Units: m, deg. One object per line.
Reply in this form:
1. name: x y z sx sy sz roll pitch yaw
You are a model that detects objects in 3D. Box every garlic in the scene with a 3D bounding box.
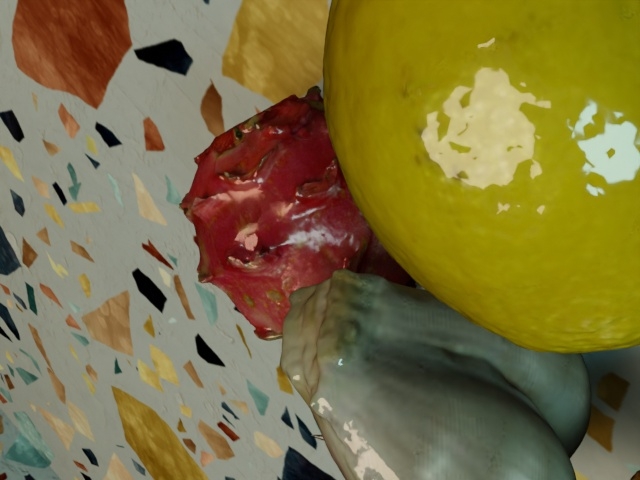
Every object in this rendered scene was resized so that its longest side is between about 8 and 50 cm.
1. garlic: 0.100 0.182 0.852 0.340 0.245 0.232 83 -175 -60

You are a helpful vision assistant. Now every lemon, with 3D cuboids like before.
1. lemon: 0.144 -0.083 0.607 0.297 0.297 0.297 31 139 32

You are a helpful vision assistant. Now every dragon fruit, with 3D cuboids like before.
1. dragon fruit: 0.000 0.000 0.928 0.268 0.205 0.210 50 -170 -33

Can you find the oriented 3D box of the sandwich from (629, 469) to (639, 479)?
1. sandwich: 0.276 0.206 0.770 0.109 0.212 0.292 53 167 33
